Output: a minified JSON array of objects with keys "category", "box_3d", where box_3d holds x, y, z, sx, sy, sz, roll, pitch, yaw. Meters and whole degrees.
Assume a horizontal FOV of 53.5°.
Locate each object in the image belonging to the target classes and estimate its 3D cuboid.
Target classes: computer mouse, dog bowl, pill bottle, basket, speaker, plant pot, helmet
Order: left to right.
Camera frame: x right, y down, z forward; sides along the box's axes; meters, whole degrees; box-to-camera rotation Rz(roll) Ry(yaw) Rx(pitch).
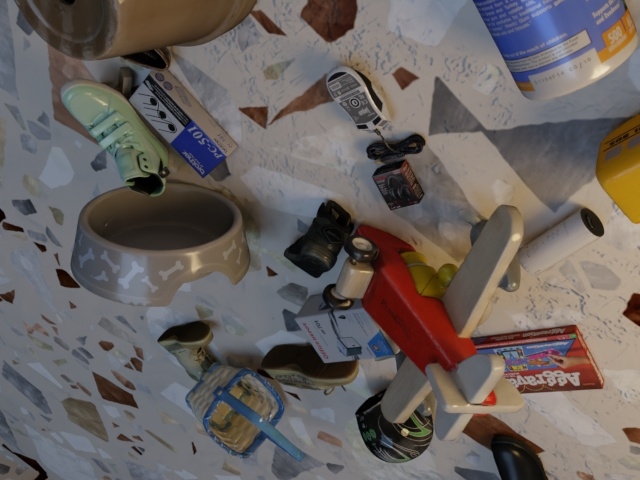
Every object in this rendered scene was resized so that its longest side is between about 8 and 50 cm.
[{"category":"plant pot","box_3d":[-0.281,-0.405,0.922,0.323,0.280,0.323,15,132,18]},{"category":"dog bowl","box_3d":[-0.308,-0.009,1.244,0.349,0.349,0.102,17,120,18]},{"category":"basket","box_3d":[-0.187,0.442,1.610,0.289,0.201,0.255,26,157,42]},{"category":"computer mouse","box_3d":[0.084,-0.212,1.040,0.106,0.042,0.193,-13,125,43]},{"category":"helmet","box_3d":[0.175,0.425,1.451,0.161,0.169,0.169,54,135,4]},{"category":"pill bottle","box_3d":[0.257,-0.321,0.762,0.152,0.152,0.272,-18,116,40]},{"category":"speaker","box_3d":[0.388,0.003,1.029,0.055,0.055,0.136,40,135,-5]}]

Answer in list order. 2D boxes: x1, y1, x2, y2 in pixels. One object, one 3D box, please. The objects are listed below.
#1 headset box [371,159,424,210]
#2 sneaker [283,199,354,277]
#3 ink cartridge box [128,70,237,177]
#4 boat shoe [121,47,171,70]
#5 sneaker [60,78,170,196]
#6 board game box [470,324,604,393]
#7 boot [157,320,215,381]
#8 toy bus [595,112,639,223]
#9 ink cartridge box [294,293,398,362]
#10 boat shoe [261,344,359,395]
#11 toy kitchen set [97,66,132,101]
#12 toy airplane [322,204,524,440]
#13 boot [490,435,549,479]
[{"category":"headset box","box_3d":[0.134,-0.100,1.109,0.062,0.032,0.083,-13,121,38]},{"category":"sneaker","box_3d":[0.000,0.000,1.248,0.087,0.130,0.227,35,164,-6]},{"category":"ink cartridge box","box_3d":[-0.266,-0.227,1.230,0.207,0.046,0.097,47,136,-12]},{"category":"boat shoe","box_3d":[-0.342,-0.352,1.103,0.183,0.066,0.066,19,109,-30]},{"category":"sneaker","box_3d":[-0.382,-0.190,1.208,0.094,0.151,0.256,-35,130,15]},{"category":"board game box","box_3d":[0.390,0.244,1.253,0.281,0.027,0.145,-16,118,39]},{"category":"boot","box_3d":[-0.323,0.302,1.692,0.213,0.077,0.165,-13,118,43]},{"category":"toy bus","box_3d":[0.514,-0.151,0.768,0.108,0.130,0.333,46,135,-11]},{"category":"ink cartridge box","box_3d":[0.063,0.181,1.356,0.191,0.082,0.139,-15,117,37]},{"category":"boat shoe","box_3d":[-0.014,0.304,1.501,0.285,0.104,0.089,-2,130,44]},{"category":"toy kitchen set","box_3d":[-0.420,-0.309,1.240,0.068,0.083,0.075,64,147,31]},{"category":"toy airplane","box_3d":[0.216,0.142,1.098,0.386,0.272,0.384,-10,89,52]},{"category":"boot","box_3d":[0.431,0.581,1.385,0.094,0.207,0.246,-17,116,39]}]
